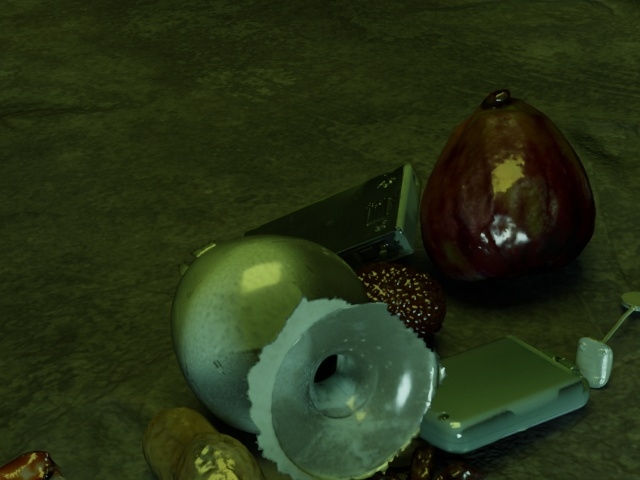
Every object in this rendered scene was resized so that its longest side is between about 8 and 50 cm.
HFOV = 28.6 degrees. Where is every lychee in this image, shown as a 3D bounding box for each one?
[{"bbox_3d":[0.087,0.083,1.509,0.129,0.123,0.123,-21,34,-23],"label":"lychee"}]

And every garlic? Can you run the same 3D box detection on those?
[{"bbox_3d":[0.082,0.221,1.361,0.083,0.041,0.053,11,21,8],"label":"garlic"}]

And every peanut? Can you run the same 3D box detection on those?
[{"bbox_3d":[-0.119,0.243,1.315,0.099,0.099,0.214,-21,27,-24],"label":"peanut"}]

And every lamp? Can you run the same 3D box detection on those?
[{"bbox_3d":[0.359,0.112,1.508,0.050,0.056,0.198,13,25,31],"label":"lamp"}]

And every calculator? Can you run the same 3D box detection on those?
[{"bbox_3d":[0.183,0.168,1.391,0.246,0.045,0.141,-15,28,-32],"label":"calculator"}]

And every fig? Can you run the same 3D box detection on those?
[{"bbox_3d":[0.244,-0.056,1.627,0.224,0.224,0.263,7,55,21],"label":"fig"}]

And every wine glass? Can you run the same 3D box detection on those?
[{"bbox_3d":[-0.036,0.113,1.355,0.238,0.238,0.323,-20,19,-23],"label":"wine glass"}]

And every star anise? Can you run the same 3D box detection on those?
[{"bbox_3d":[0.094,0.264,1.270,0.168,0.057,0.168,-6,21,2],"label":"star anise"}]

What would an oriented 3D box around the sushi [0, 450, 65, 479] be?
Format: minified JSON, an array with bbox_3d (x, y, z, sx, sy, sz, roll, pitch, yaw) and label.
[{"bbox_3d":[-0.359,0.292,1.264,0.226,0.097,0.103,-20,25,5],"label":"sushi"}]

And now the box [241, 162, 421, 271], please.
[{"bbox_3d":[0.000,0.000,1.641,0.270,0.045,0.211,-21,25,21],"label":"box"}]
